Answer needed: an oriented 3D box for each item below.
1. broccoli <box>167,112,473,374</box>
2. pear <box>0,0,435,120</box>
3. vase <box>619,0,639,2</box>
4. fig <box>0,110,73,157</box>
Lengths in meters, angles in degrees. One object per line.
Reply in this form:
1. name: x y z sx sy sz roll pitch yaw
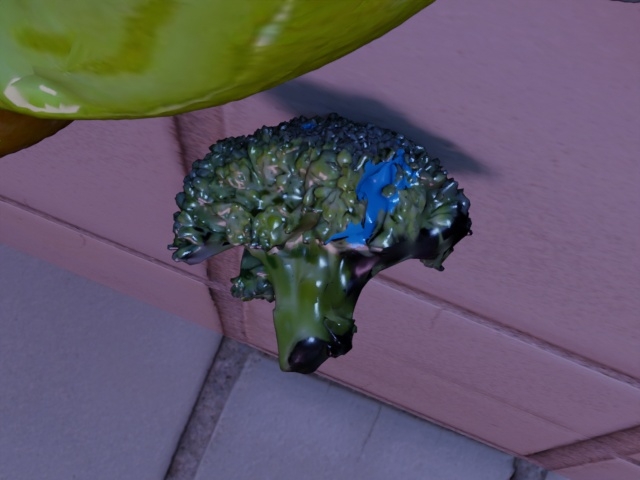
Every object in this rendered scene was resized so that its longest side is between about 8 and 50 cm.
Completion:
1. broccoli: 0.000 0.000 0.975 0.167 0.160 0.154 8 162 -36
2. pear: -0.060 -0.144 0.346 0.286 0.176 0.282 23 168 -9
3. vase: 0.025 -0.121 0.575 0.211 0.060 0.060 19 169 25
4. fig: -0.167 -0.094 0.600 0.190 0.191 0.290 26 151 -16
